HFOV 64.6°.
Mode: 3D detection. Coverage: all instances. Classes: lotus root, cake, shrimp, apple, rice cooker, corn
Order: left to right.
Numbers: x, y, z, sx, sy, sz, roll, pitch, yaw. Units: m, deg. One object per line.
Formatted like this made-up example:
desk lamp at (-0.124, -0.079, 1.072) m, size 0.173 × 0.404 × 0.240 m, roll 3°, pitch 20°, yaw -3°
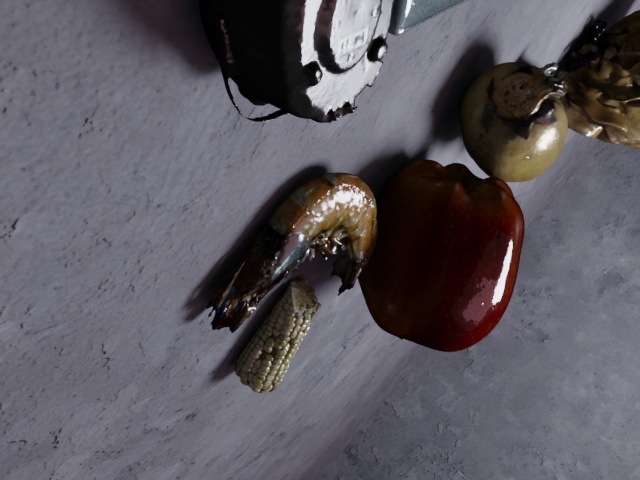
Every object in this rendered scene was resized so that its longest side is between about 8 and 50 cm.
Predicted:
corn at (-0.068, 0.168, 0.860) m, size 0.210 × 0.087 × 0.087 m, roll -56°, pitch 155°, yaw 17°
rice cooker at (-0.015, -0.183, 0.387) m, size 0.142 × 0.118 × 0.202 m, roll -35°, pitch 149°, yaw -29°
shrimp at (-0.025, 0.039, 0.725) m, size 0.290 × 0.054 × 0.222 m, roll -45°, pitch 140°, yaw -4°
apple at (0.206, 0.027, 0.883) m, size 0.288 × 0.288 × 0.316 m, roll -10°, pitch 122°, yaw -55°
lotus root at (0.343, -0.189, 0.904) m, size 0.182 × 0.183 × 0.310 m, roll -51°, pitch 154°, yaw 4°
cake at (0.708, -0.382, 1.165) m, size 0.322 × 0.332 × 0.332 m, roll 5°, pitch 129°, yaw -24°

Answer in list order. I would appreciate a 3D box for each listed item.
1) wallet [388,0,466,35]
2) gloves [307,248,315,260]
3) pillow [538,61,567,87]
wallet at (0.161, -0.338, 0.558) m, size 0.222 × 0.036 × 0.167 m, roll -36°, pitch 153°, yaw -26°
gloves at (-0.001, -0.001, 0.778) m, size 0.044 × 0.037 × 0.080 m, roll 13°, pitch 122°, yaw -30°
pillow at (0.433, -0.291, 1.066) m, size 0.255 × 0.059 × 0.169 m, roll -8°, pitch 139°, yaw -57°
